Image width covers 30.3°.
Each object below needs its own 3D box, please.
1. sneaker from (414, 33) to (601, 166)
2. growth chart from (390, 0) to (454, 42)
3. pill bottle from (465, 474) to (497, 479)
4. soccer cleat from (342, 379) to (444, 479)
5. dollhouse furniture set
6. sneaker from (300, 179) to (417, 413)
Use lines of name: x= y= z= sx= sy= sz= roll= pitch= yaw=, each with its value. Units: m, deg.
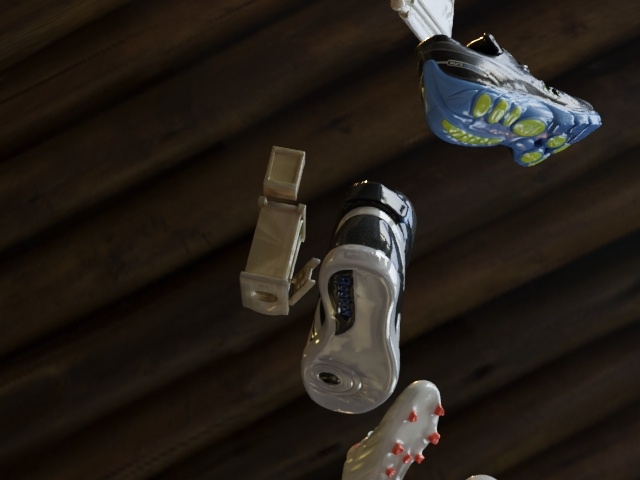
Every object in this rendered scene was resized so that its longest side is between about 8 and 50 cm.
sneaker: x=0.128 y=-0.098 z=0.792 sx=0.067 sy=0.188 sz=0.078 roll=-31 pitch=-114 yaw=32
growth chart: x=0.125 y=-0.323 z=1.349 sx=0.021 sy=0.172 sz=0.237 roll=-4 pitch=-118 yaw=26
pill bottle: x=0.212 y=0.354 z=1.486 sx=0.078 sy=0.137 sz=0.078 roll=0 pitch=-76 yaw=-2
soccer cleat: x=0.060 y=0.210 z=1.159 sx=0.068 sy=0.076 sz=0.196 roll=-6 pitch=-54 yaw=-38
dollhouse furniture set: x=0.000 y=0.000 z=1.451 sx=0.161 sy=0.101 sz=0.182 roll=11 pitch=-115 yaw=4
sneaker: x=0.040 y=0.041 z=0.947 sx=0.079 sy=0.121 sz=0.217 roll=15 pitch=-38 yaw=5
